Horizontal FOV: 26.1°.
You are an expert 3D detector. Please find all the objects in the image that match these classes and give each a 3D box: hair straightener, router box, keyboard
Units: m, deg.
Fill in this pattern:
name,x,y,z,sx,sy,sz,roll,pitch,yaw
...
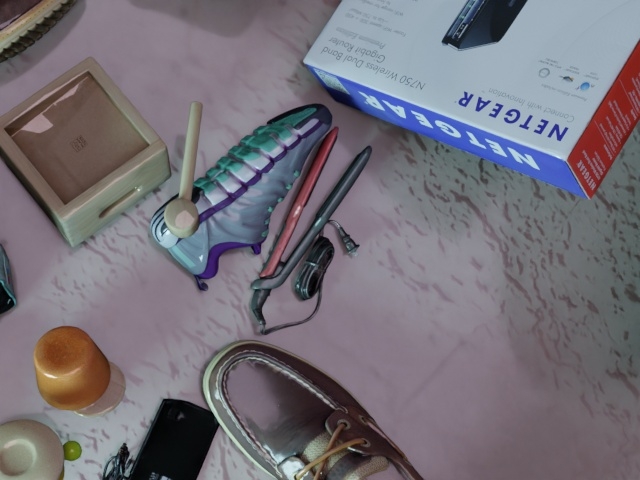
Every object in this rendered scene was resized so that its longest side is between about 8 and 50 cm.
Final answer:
name,x,y,z,sx,sy,sz,roll,pitch,yaw
hair straightener,0.000,0.000,1.446,0.089,0.047,0.230,27,81,-6
router box,0.197,-0.233,1.383,0.335,0.082,0.301,25,77,36
keyboard,-0.182,0.248,1.406,0.100,0.038,0.192,30,79,-30

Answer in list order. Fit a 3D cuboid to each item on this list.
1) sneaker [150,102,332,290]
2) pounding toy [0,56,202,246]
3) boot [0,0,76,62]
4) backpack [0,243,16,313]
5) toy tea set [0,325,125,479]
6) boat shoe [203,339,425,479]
name,x,y,z,sx,sy,sz,roll,pitch,yaw
sneaker,-0.066,-0.048,1.436,0.223,0.083,0.098,-38,112,-6
pounding toy,-0.192,-0.073,1.379,0.181,0.094,0.206,-37,77,-14
boot,-0.384,-0.263,1.379,0.248,0.090,0.207,-35,94,-8
backpack,-0.380,0.026,1.304,0.165,0.188,0.144,-16,88,-10
toy tea set,-0.346,0.213,1.353,0.336,0.124,0.200,-18,59,-8
boat shoe,0.027,0.228,1.391,0.342,0.123,0.123,46,79,-3
